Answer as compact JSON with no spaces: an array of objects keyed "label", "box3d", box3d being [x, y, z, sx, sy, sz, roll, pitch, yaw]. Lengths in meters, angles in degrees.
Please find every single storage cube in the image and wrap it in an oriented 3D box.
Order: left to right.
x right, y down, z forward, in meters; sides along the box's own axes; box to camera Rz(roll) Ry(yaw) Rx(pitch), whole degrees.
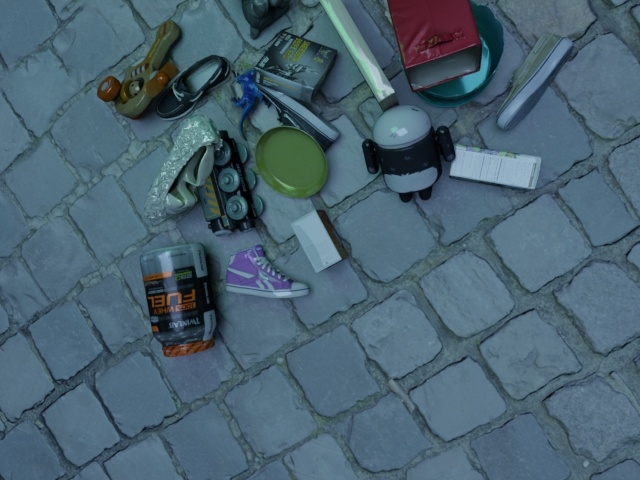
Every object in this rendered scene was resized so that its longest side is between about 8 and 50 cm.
[{"label":"storage cube","box3d":[0.283,-0.510,1.332,0.184,0.215,0.193,-15,83,15]}]

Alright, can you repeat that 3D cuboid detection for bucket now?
[{"label":"bucket","box3d":[0.365,-0.517,1.513,0.282,0.183,0.280,1,93,14]}]

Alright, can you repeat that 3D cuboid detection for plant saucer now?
[{"label":"plant saucer","box3d":[-0.086,-0.244,1.657,0.241,0.037,0.240,11,125,17]}]

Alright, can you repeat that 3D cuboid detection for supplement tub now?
[{"label":"supplement tub","box3d":[-0.445,0.186,1.717,0.207,0.207,0.337,-11,90,13]}]

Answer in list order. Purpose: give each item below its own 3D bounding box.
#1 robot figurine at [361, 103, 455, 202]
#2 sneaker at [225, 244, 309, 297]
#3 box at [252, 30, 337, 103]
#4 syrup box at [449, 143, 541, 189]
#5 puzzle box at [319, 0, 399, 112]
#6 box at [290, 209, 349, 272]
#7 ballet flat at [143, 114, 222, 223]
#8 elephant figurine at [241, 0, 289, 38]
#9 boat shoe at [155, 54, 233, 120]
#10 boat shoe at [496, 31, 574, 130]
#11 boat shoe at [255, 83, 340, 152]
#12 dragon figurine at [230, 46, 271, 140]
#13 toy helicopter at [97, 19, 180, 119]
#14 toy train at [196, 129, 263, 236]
[{"label":"robot figurine","box3d":[0.248,-0.247,1.528,0.209,0.173,0.278,-28,123,-11]},{"label":"sneaker","box3d":[-0.167,0.097,1.706,0.283,0.102,0.160,6,91,13]},{"label":"box","box3d":[-0.072,-0.516,1.592,0.183,0.231,0.056,21,141,4]},{"label":"syrup box","box3d":[0.495,-0.207,1.542,0.237,0.093,0.096,11,94,12]},{"label":"puzzle box","box3d":[0.102,-0.548,1.526,0.052,0.272,0.408,-30,86,13]},{"label":"box","box3d":[0.000,0.000,1.646,0.091,0.130,0.170,-29,86,13]},{"label":"ballet flat","box3d":[-0.412,-0.182,1.615,0.147,0.147,0.408,38,119,9]},{"label":"elephant figurine","box3d":[-0.210,-0.791,1.648,0.186,0.169,0.239,-36,90,-2]},{"label":"boat shoe","box3d":[-0.426,-0.499,1.740,0.303,0.091,0.114,-36,84,12]},{"label":"boat shoe","box3d":[0.584,-0.447,1.518,0.094,0.109,0.302,39,91,24]},{"label":"boat shoe","box3d":[-0.087,-0.380,1.640,0.301,0.108,0.102,35,110,-15]},{"label":"dragon figurine","box3d":[-0.201,-0.465,1.694,0.144,0.085,0.288,2,92,13]},{"label":"toy helicopter","box3d":[-0.543,-0.553,1.727,0.235,0.140,0.354,17,79,41]},{"label":"toy train","box3d":[-0.310,-0.176,1.714,0.190,0.142,0.333,-16,91,25]}]
